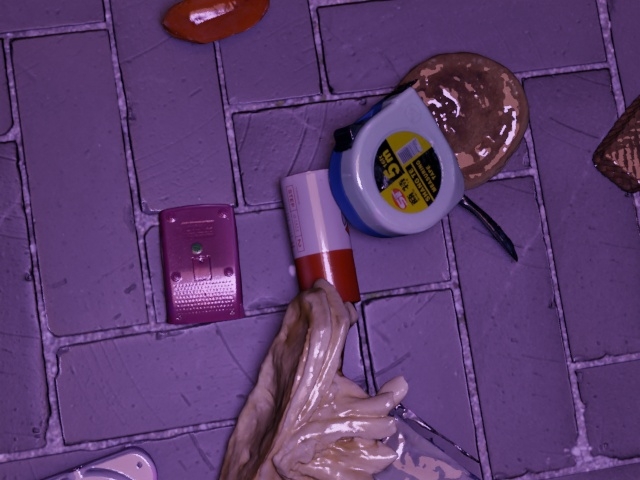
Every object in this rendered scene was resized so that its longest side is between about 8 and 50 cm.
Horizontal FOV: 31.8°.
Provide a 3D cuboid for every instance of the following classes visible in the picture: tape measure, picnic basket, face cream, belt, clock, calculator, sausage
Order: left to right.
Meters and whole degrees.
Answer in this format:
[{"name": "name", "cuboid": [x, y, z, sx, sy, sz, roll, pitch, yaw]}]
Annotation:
[{"name": "clock", "cuboid": [-0.328, 0.454, 1.691, 0.228, 0.090, 0.248, -19, 87, -9]}, {"name": "calculator", "cuboid": [-0.190, 0.036, 1.789, 0.127, 0.034, 0.190, -5, 83, -6]}, {"name": "sausage", "cuboid": [-0.166, -0.370, 1.816, 0.179, 0.089, 0.089, -25, 87, -12]}, {"name": "face cream", "cuboid": [0.000, 0.000, 1.784, 0.096, 0.096, 0.214, -10, 85, -8]}, {"name": "belt", "cuboid": [0.152, 0.349, 1.737, 0.230, 0.139, 0.126, 37, 81, 1]}, {"name": "tape measure", "cuboid": [0.157, -0.056, 1.787, 0.215, 0.098, 0.351, -40, 103, -27]}, {"name": "picnic basket", "cuboid": [0.552, -0.176, 1.898, 0.110, 0.055, 0.193, 39, 82, -1]}]

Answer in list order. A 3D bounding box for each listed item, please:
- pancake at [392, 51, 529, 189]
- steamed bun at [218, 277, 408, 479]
[{"name": "pancake", "cuboid": [0.229, -0.198, 1.859, 0.242, 0.050, 0.242, 0, 90, -3]}, {"name": "steamed bun", "cuboid": [-0.004, 0.290, 1.656, 0.189, 0.247, 0.428, 20, 95, -17]}]
